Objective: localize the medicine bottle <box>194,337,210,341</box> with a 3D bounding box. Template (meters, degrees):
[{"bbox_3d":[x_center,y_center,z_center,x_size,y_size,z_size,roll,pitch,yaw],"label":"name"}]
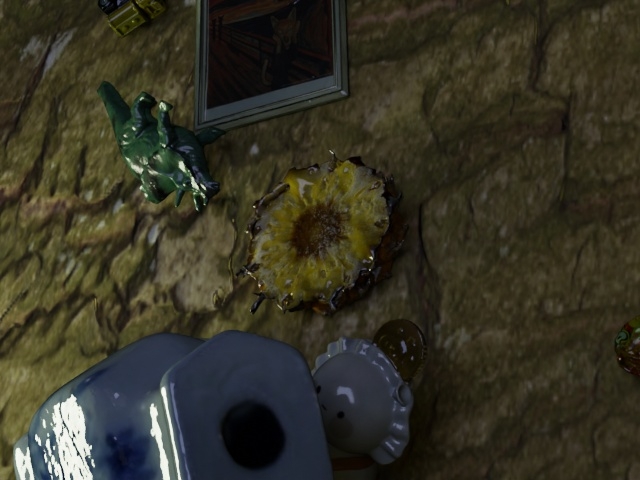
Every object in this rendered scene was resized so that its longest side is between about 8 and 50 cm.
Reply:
[{"bbox_3d":[-0.134,0.170,1.499,0.074,0.055,0.118,-1,64,26],"label":"medicine bottle"}]

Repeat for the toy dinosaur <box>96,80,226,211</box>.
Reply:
[{"bbox_3d":[-0.204,-0.140,1.673,0.120,0.079,0.292,-52,53,23],"label":"toy dinosaur"}]

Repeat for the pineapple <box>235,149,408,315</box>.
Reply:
[{"bbox_3d":[0.000,0.000,1.527,0.221,0.047,0.221,-15,57,23],"label":"pineapple"}]

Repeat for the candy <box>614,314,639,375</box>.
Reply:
[{"bbox_3d":[0.374,0.114,1.276,0.201,0.060,0.060,14,72,24],"label":"candy"}]

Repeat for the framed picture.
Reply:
[{"bbox_3d":[-0.067,-0.269,1.714,0.216,0.016,0.273,-14,60,21],"label":"framed picture"}]

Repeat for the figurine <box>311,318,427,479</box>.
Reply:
[{"bbox_3d":[0.020,0.191,1.355,0.271,0.143,0.143,-47,53,10],"label":"figurine"}]

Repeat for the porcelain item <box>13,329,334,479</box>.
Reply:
[{"bbox_3d":[-0.161,0.216,1.304,0.405,0.178,0.242,-26,73,53],"label":"porcelain item"}]

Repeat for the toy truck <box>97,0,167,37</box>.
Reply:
[{"bbox_3d":[-0.245,-0.312,1.808,0.083,0.049,0.054,-33,56,10],"label":"toy truck"}]
